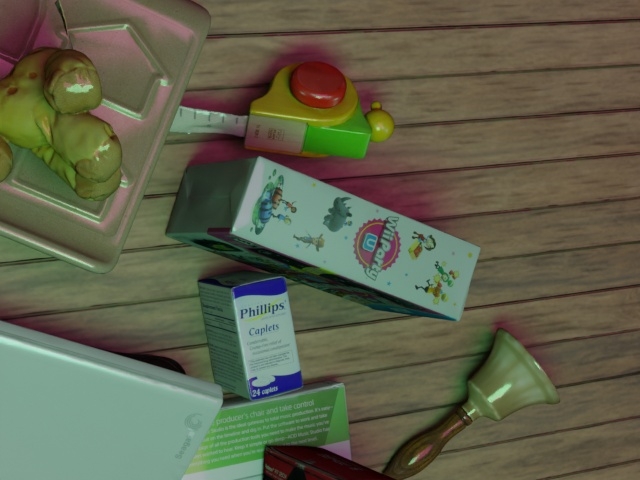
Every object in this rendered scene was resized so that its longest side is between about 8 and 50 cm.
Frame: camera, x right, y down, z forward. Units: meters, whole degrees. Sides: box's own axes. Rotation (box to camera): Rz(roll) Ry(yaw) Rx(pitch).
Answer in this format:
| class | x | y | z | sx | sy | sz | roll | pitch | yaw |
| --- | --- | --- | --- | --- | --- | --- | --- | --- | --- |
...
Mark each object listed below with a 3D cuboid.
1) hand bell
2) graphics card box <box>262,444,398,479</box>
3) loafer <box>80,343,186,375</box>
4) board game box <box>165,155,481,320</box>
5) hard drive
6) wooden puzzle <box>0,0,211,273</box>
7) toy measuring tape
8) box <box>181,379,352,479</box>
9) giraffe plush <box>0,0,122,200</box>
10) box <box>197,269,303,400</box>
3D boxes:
| class | x | y | z | sx | sy | sz | roll | pitch | yaw |
| --- | --- | --- | --- | --- | --- | --- | --- | --- | --- |
| hand bell | 0.181 | 0.237 | 1.810 | 0.242 | 0.126 | 0.126 | -38 | 107 | -6 |
| graphics card box | 0.006 | 0.437 | 1.586 | 0.094 | 0.233 | 0.371 | 4 | 90 | -26 |
| loafer | -0.251 | 0.161 | 1.600 | 0.220 | 0.078 | 0.080 | 0 | 92 | -25 |
| board game box | 0.000 | 0.000 | 1.633 | 0.303 | 0.224 | 0.097 | 20 | 82 | -24 |
| hard drive | -0.290 | 0.205 | 1.547 | 0.307 | 0.040 | 0.203 | 19 | 115 | -21 |
| wooden puzzle | -0.324 | -0.169 | 1.530 | 0.322 | 0.080 | 0.348 | 24 | 72 | -15 |
| toy measuring tape | -0.072 | -0.168 | 1.674 | 0.330 | 0.121 | 0.121 | 7 | 89 | -8 |
| box | -0.066 | 0.349 | 1.708 | 0.232 | 0.058 | 0.322 | -8 | 96 | -25 |
| giraffe plush | -0.313 | -0.124 | 1.402 | 0.170 | 0.181 | 0.210 | -19 | 78 | -15 |
| box | -0.084 | 0.110 | 1.650 | 0.072 | 0.126 | 0.137 | -13 | 97 | -23 |
